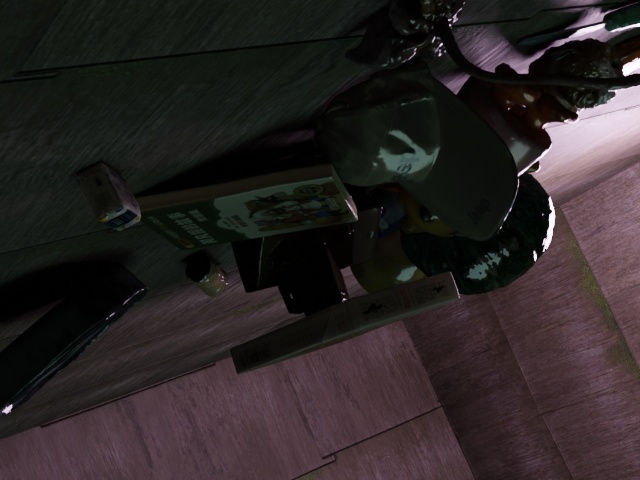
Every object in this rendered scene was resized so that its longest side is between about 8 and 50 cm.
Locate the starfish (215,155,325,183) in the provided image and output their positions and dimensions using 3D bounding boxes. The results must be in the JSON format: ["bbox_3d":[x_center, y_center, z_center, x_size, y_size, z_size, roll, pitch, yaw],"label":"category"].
[{"bbox_3d":[-0.046,-0.085,1.442,0.238,0.071,0.216,-4,153,-47],"label":"starfish"}]

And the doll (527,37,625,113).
[{"bbox_3d":[0.358,-0.230,1.477,0.105,0.115,0.221,-58,-177,-7],"label":"doll"}]

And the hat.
[{"bbox_3d":[0.114,-0.092,1.288,0.149,0.244,0.214,-24,152,-27],"label":"hat"}]

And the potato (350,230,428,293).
[{"bbox_3d":[0.227,0.004,2.209,0.351,0.202,0.218,-27,129,-13],"label":"potato"}]

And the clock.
[{"bbox_3d":[-0.407,0.158,1.573,0.325,0.067,0.325,-41,-179,1],"label":"clock"}]

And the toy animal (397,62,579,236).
[{"bbox_3d":[0.207,-0.115,1.440,0.195,0.169,0.281,26,107,-28],"label":"toy animal"}]

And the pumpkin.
[{"bbox_3d":[0.335,-0.011,2.012,0.293,0.197,0.263,-41,135,-6],"label":"pumpkin"}]

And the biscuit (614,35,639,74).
[{"bbox_3d":[0.514,-0.297,1.736,0.186,0.036,0.192,-19,171,-37],"label":"biscuit"}]

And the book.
[{"bbox_3d":[-0.094,-0.041,1.373,0.264,0.027,0.202,-9,165,9],"label":"book"}]

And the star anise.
[{"bbox_3d":[0.170,-0.176,1.038,0.218,0.227,0.148,-37,161,12],"label":"star anise"}]

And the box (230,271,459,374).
[{"bbox_3d":[0.028,0.133,1.591,0.205,0.051,0.365,-13,171,-34],"label":"box"}]

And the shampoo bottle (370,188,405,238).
[{"bbox_3d":[0.132,-0.060,1.943,0.049,0.087,0.234,-18,169,-28],"label":"shampoo bottle"}]

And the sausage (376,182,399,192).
[{"bbox_3d":[0.189,-0.121,1.735,0.419,0.094,0.094,-4,116,-65],"label":"sausage"}]

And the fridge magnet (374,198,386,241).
[{"bbox_3d":[0.000,0.000,1.869,0.266,0.112,0.265,-22,174,-3],"label":"fridge magnet"}]

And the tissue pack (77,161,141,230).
[{"bbox_3d":[-0.239,-0.048,1.156,0.042,0.062,0.083,-30,171,1],"label":"tissue pack"}]

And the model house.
[{"bbox_3d":[-0.004,0.005,1.589,0.211,0.204,0.243,-15,172,-24],"label":"model house"}]

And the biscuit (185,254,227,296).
[{"bbox_3d":[-0.211,0.067,1.889,0.061,0.055,0.219,-61,172,-5],"label":"biscuit"}]

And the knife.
[{"bbox_3d":[0.382,-0.300,1.425,0.261,0.034,0.063,-15,-178,-14],"label":"knife"}]
